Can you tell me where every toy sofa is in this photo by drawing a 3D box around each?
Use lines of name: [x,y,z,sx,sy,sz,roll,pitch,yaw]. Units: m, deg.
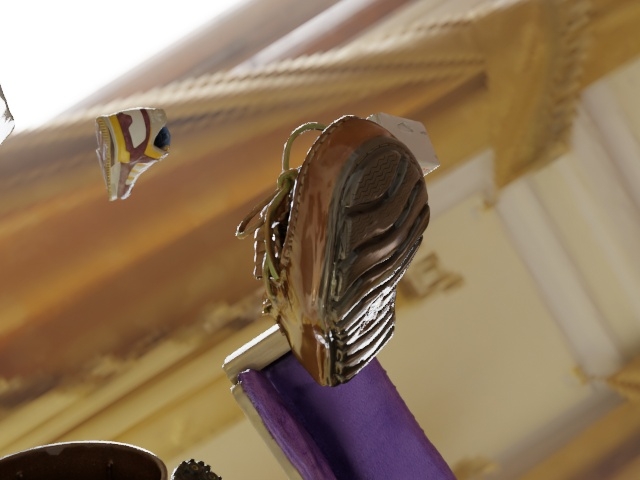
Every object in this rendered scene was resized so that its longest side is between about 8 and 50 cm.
toy sofa: [0.050,0.244,1.812,0.363,0.150,0.177,57,179,-6]

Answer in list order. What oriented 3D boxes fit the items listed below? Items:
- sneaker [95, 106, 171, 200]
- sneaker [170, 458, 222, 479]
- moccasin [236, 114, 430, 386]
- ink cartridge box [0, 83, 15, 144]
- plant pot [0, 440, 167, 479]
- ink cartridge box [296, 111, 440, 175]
sneaker: [-0.213,-0.099,1.929,0.185,0.083,0.070,112,143,-73]
sneaker: [-0.130,0.374,1.960,0.086,0.085,0.237,-44,60,46]
moccasin: [0.002,-0.002,1.359,0.147,0.139,0.380,42,168,13]
ink cartridge box: [-0.410,-0.015,1.360,0.091,0.385,0.308,34,167,2]
plant pot: [-0.200,0.270,1.341,0.167,0.167,0.165,-130,35,-69]
ink cartridge box: [0.043,-0.070,1.642,0.088,0.122,0.052,5,-125,-53]
